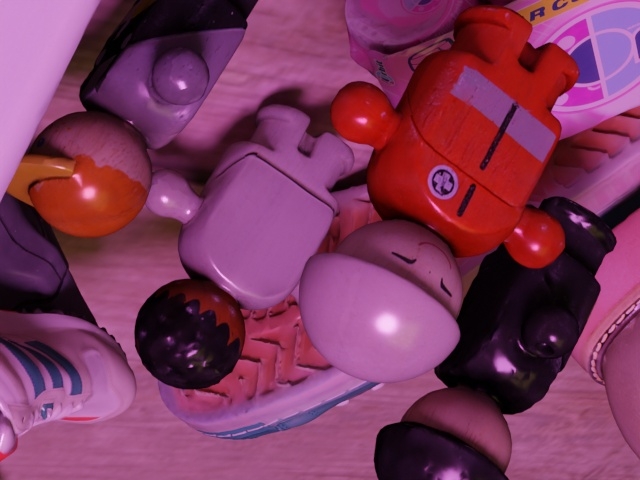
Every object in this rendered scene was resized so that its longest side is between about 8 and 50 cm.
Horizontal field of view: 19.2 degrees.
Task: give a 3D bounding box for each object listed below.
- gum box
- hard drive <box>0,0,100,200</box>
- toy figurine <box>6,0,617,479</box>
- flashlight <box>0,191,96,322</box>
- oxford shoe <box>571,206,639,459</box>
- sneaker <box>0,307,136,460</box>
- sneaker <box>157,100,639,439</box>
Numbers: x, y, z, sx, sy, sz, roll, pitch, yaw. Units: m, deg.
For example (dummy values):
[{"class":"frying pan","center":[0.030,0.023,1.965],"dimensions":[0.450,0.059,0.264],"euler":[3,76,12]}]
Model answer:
[{"class":"gum box","center":[0.106,-0.103,0.823],"dimensions":[0.188,0.062,0.107],"euler":[-24,146,2]},{"class":"hard drive","center":[-0.175,-0.060,0.540],"dimensions":[0.233,0.047,0.353],"euler":[11,113,-49]},{"class":"toy figurine","center":[0.000,0.000,0.756],"dimensions":[0.148,0.209,0.213],"euler":[-61,156,-20]},{"class":"flashlight","center":[-0.179,-0.041,0.724],"dimensions":[0.103,0.103,0.304],"euler":[-25,151,-5]},{"class":"oxford shoe","center":[0.293,-0.019,0.819],"dimensions":[0.397,0.146,0.140],"euler":[-40,146,22]},{"class":"sneaker","center":[-0.129,0.063,0.744],"dimensions":[0.057,0.075,0.161],"euler":[-30,147,21]},{"class":"sneaker","center":[0.067,0.019,0.929],"dimensions":[0.302,0.108,0.121],"euler":[-31,141,10]}]
